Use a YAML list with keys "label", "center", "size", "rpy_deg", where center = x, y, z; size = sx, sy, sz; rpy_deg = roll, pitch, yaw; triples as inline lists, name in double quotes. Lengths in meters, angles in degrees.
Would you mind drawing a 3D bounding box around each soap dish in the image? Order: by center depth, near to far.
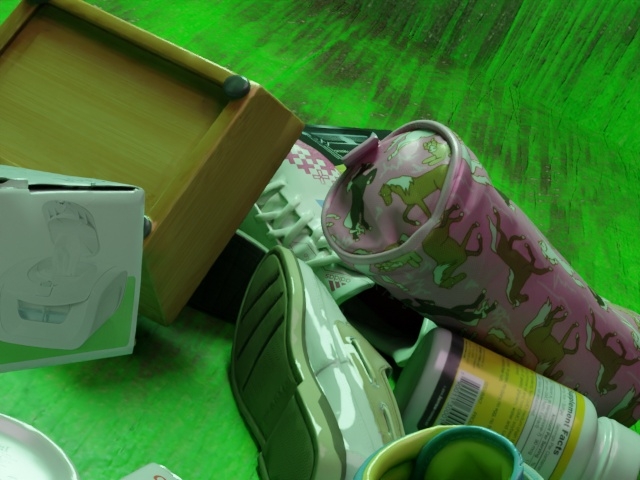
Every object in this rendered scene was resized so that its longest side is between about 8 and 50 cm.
- label: "soap dish"
  center: [-0.194, -0.088, 1.169]
  size: [0.291, 0.229, 0.118]
  rpy_deg: [27, -23, 17]

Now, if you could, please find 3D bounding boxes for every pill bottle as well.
- label: "pill bottle"
  center: [0.169, 0.171, 1.177]
  size: [0.208, 0.119, 0.119]
  rpy_deg: [26, 20, -4]

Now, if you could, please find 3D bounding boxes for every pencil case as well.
- label: "pencil case"
  center: [0.170, 0.045, 1.262]
  size: [0.167, 0.160, 0.386]
  rpy_deg: [2, -29, 48]

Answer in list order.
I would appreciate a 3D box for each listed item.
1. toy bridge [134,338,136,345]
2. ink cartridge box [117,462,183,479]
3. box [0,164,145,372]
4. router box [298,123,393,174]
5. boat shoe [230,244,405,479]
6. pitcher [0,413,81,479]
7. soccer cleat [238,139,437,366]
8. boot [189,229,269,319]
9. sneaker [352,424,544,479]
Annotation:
- label: "toy bridge"
  center: [-0.239, 0.048, 1.101]
  size: [0.188, 0.026, 0.063]
  rpy_deg: [24, 23, -9]
- label: "ink cartridge box"
  center: [-0.113, 0.209, 0.816]
  size: [0.109, 0.063, 0.150]
  rpy_deg: [34, 21, 18]
- label: "box"
  center: [-0.287, 0.008, 0.873]
  size: [0.231, 0.126, 0.262]
  rpy_deg: [10, 8, 35]
- label: "router box"
  center: [0.070, -0.049, 1.637]
  size: [0.243, 0.081, 0.309]
  rpy_deg: [39, 23, 29]
- label: "boat shoe"
  center: [0.000, 0.124, 1.111]
  size: [0.103, 0.113, 0.302]
  rpy_deg: [19, 32, -24]
- label: "pitcher"
  center: [-0.205, 0.172, 0.590]
  size: [0.178, 0.207, 0.125]
  rpy_deg: [20, 21, -14]
- label: "soccer cleat"
  center: [0.000, 0.000, 1.344]
  size: [0.331, 0.116, 0.143]
  rpy_deg: [37, 24, 3]
- label: "boot"
  center: [-0.125, -0.016, 1.313]
  size: [0.236, 0.085, 0.178]
  rpy_deg: [25, 18, -4]
- label: "sneaker"
  center: [0.123, 0.223, 0.870]
  size: [0.319, 0.208, 0.127]
  rpy_deg: [11, 24, -37]
